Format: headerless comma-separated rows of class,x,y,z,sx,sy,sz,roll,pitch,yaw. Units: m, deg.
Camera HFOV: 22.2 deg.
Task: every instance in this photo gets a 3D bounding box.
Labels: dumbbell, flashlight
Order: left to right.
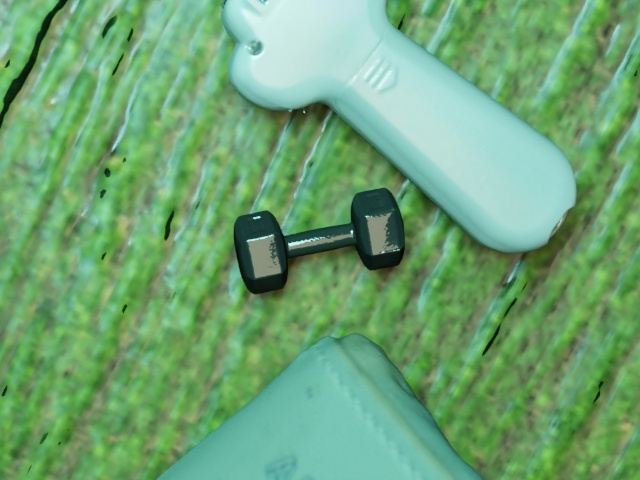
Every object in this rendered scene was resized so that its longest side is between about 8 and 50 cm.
dumbbell,0.000,0.000,0.800,0.083,0.036,0.040,-11,98,-6
flashlight,0.041,-0.067,0.792,0.200,0.047,0.093,37,86,-14

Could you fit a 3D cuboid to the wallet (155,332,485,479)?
wallet,-0.053,0.230,0.743,0.360,0.252,0.083,-42,141,0
